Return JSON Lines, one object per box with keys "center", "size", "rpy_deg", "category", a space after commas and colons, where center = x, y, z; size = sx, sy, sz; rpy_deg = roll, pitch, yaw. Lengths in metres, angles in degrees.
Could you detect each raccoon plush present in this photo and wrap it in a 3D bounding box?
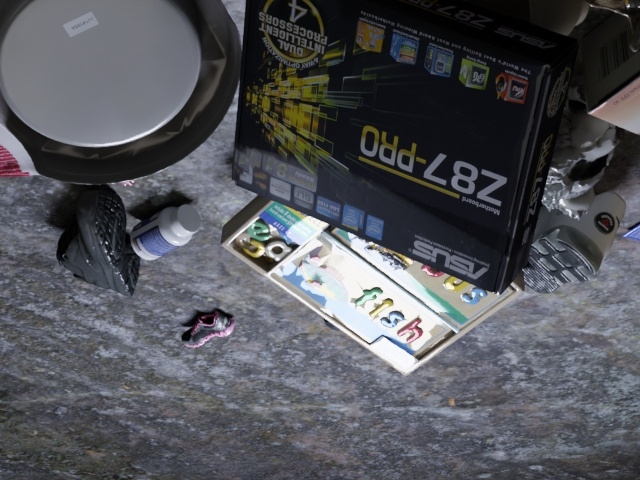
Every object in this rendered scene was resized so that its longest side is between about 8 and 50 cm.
{"center": [0.191, -0.168, 1.834], "size": [0.446, 0.216, 0.299], "rpy_deg": [19, 178, 35], "category": "raccoon plush"}

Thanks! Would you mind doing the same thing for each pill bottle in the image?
{"center": [-0.252, -0.016, 2.182], "size": [0.067, 0.067, 0.120], "rpy_deg": [27, 143, -35], "category": "pill bottle"}

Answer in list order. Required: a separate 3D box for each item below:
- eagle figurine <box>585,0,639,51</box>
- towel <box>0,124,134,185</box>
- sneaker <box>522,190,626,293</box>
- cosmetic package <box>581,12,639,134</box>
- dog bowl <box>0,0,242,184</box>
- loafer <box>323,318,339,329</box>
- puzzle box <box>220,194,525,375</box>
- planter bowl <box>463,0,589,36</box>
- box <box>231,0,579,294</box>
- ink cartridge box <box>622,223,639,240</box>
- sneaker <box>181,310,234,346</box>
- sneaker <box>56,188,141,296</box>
{"center": [0.429, -0.324, 1.449], "size": [0.225, 0.226, 0.298], "rpy_deg": [34, 148, -12], "category": "eagle figurine"}
{"center": [-0.444, -0.157, 1.898], "size": [0.329, 0.037, 0.237], "rpy_deg": [5, 154, 31], "category": "towel"}
{"center": [0.377, -0.007, 2.091], "size": [0.122, 0.146, 0.330], "rpy_deg": [43, 164, -12], "category": "sneaker"}
{"center": [0.500, -0.198, 1.718], "size": [0.296, 0.129, 0.153], "rpy_deg": [17, 147, -24], "category": "cosmetic package"}
{"center": [-0.275, -0.237, 1.641], "size": [0.349, 0.102, 0.348], "rpy_deg": [-8, 130, -10], "category": "dog bowl"}
{"center": [0.074, 0.091, 2.339], "size": [0.078, 0.076, 0.223], "rpy_deg": [28, 138, -28], "category": "loafer"}
{"center": [0.085, 0.027, 2.075], "size": [0.409, 0.052, 0.272], "rpy_deg": [36, 122, -23], "category": "puzzle box"}
{"center": [0.249, -0.290, 1.575], "size": [0.109, 0.162, 0.162], "rpy_deg": [-16, 156, -20], "category": "planter bowl"}
{"center": [0.086, -0.150, 1.599], "size": [0.395, 0.097, 0.318], "rpy_deg": [24, 130, 21], "category": "box"}
{"center": [0.668, 0.020, 2.164], "size": [0.311, 0.065, 0.186], "rpy_deg": [21, 146, -26], "category": "ink cartridge box"}
{"center": [-0.223, 0.164, 2.531], "size": [0.119, 0.047, 0.057], "rpy_deg": [-23, 135, 27], "category": "sneaker"}
{"center": [-0.382, 0.008, 2.209], "size": [0.130, 0.109, 0.286], "rpy_deg": [7, 149, 6], "category": "sneaker"}
